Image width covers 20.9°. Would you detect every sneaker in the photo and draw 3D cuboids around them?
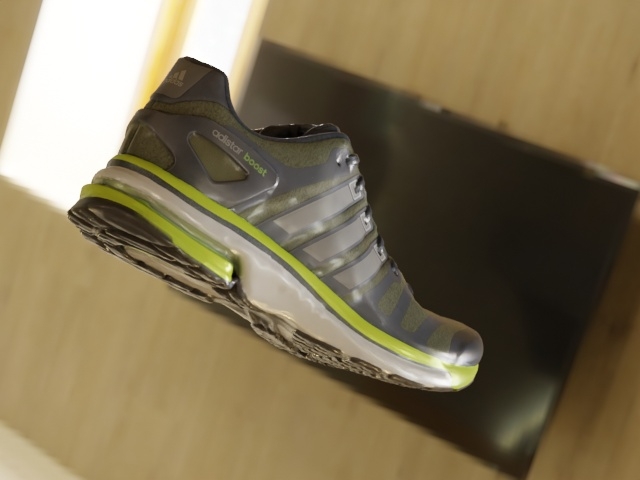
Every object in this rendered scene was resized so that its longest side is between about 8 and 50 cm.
[{"bbox_3d":[0.000,0.000,1.010,0.111,0.121,0.300,12,164,48],"label":"sneaker"}]
